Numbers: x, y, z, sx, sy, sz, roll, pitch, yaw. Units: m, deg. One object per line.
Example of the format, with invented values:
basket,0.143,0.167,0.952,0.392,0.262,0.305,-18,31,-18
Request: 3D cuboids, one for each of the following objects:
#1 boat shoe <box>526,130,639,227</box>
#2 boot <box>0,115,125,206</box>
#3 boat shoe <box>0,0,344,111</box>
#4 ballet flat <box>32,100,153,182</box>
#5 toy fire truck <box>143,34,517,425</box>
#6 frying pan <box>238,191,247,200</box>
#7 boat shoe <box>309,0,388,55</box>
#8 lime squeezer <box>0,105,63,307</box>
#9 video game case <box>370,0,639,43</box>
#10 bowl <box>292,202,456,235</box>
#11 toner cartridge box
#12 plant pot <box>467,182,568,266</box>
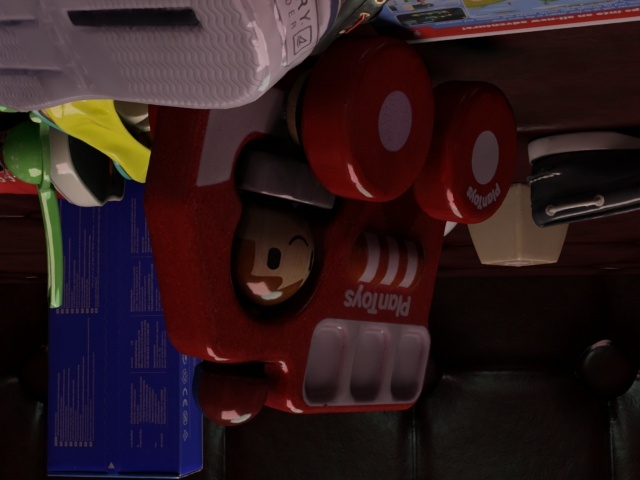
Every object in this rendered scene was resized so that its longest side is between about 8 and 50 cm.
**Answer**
boat shoe,0.356,-0.061,1.014,0.302,0.091,0.114,-3,173,26
boot,-0.276,-0.073,0.918,0.176,0.088,0.244,1,177,-4
boat shoe,-0.092,-0.114,0.421,0.302,0.109,0.094,17,-131,42
ballet flat,-0.145,-0.097,0.791,0.077,0.077,0.231,-18,169,8
toy fire truck,0.000,0.000,0.711,0.169,0.254,0.302,9,180,36
frying pan,-0.043,-0.002,0.931,0.197,0.053,0.326,41,156,1
boat shoe,0.013,-0.117,0.482,0.042,0.049,0.133,9,167,-12
lime squeezer,-0.239,-0.067,0.747,0.059,0.110,0.310,30,162,44
video game case,0.096,-0.154,0.493,0.204,0.025,0.285,-3,173,17
bowl,0.022,-0.034,1.056,0.298,0.134,0.298,0,173,0
toner cartridge box,-0.224,0.093,1.195,0.165,0.348,0.075,-2,175,15
plant pot,0.262,-0.017,1.368,0.109,0.096,0.109,4,171,-35
